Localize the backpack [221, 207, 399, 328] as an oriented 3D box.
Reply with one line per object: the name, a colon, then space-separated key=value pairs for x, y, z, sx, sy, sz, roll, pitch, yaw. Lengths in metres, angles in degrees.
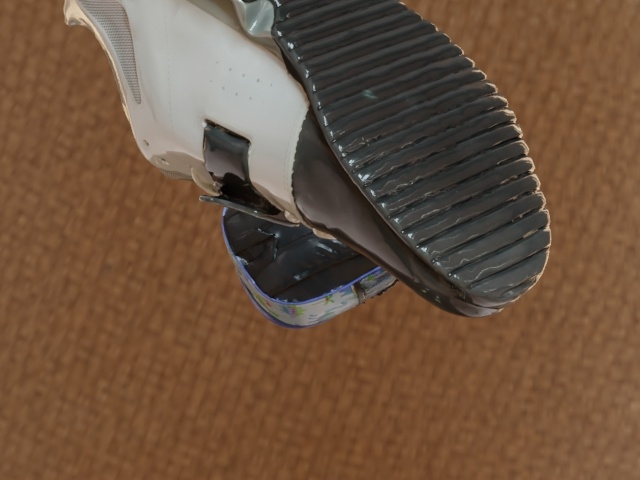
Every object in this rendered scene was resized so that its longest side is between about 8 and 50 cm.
backpack: x=0.000 y=0.000 z=1.236 sx=0.114 sy=0.084 sz=0.105 roll=-28 pitch=70 yaw=-9

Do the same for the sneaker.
sneaker: x=-0.017 y=-0.063 z=1.003 sx=0.330 sy=0.122 sz=0.146 roll=49 pitch=134 yaw=24
